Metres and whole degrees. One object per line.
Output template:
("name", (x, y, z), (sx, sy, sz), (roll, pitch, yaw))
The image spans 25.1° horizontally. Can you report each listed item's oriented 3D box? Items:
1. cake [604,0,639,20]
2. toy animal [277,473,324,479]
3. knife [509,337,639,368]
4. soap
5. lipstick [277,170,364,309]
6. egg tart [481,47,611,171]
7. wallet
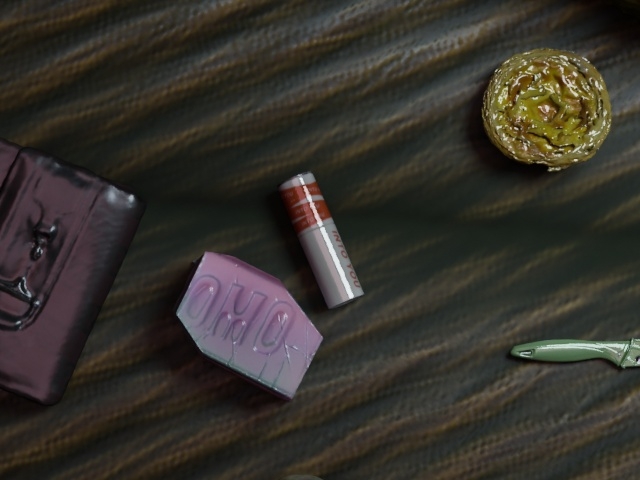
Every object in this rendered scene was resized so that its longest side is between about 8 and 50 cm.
("cake", (0.294, -0.299, 1.355), (0.260, 0.179, 0.156), (31, 83, 6))
("toy animal", (-0.023, 0.330, 1.286), (0.121, 0.233, 0.168), (-5, 123, 9))
("knife", (0.286, 0.109, 1.387), (0.207, 0.014, 0.030), (-1, 81, -1))
("soap", (-0.072, 0.077, 1.368), (0.149, 0.056, 0.100), (28, 81, 3))
("lipstick", (0.000, 0.000, 1.386), (0.038, 0.038, 0.130), (-23, 84, -3))
("egg tart", (0.220, -0.126, 1.399), (0.129, 0.049, 0.128), (0, 77, 1))
("wallet", (-0.290, 0.028, 1.378), (0.182, 0.049, 0.229), (22, 85, -1))
